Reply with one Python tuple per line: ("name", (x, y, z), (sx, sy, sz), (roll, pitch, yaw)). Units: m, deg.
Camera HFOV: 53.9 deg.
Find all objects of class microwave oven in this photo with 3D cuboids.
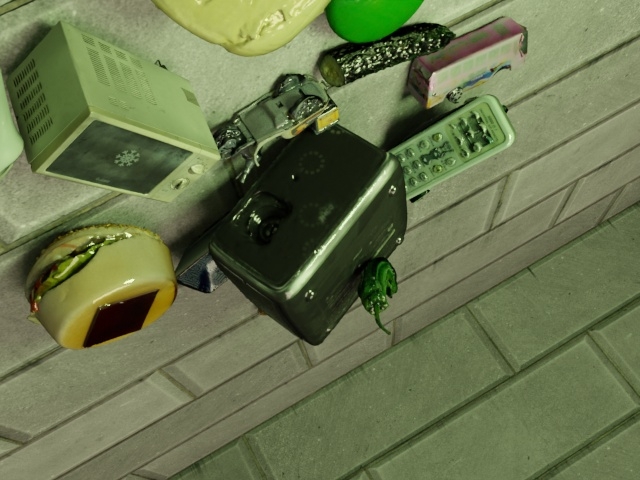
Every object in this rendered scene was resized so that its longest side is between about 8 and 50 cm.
("microwave oven", (-0.296, -0.176, 0.911), (0.145, 0.193, 0.241), (-38, 156, 23))

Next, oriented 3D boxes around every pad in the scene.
("pad", (0.255, -0.268, 1.495), (0.160, 0.009, 0.265), (-27, 178, -14))

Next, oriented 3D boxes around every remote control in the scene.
("remote control", (0.281, -0.206, 1.454), (0.335, 0.127, 0.066), (-28, 178, 37))

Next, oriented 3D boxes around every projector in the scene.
("projector", (0.000, 0.000, 1.398), (0.395, 0.242, 0.405), (-52, 158, -13))

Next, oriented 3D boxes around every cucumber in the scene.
("cucumber", (0.138, -0.367, 1.212), (0.300, 0.072, 0.072), (-25, 154, -22))

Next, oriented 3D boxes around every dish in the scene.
("dish", (-0.226, 0.011, 1.462), (0.243, 0.080, 0.182), (-38, 158, 5))

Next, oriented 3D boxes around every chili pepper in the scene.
("chili pepper", (0.123, 0.106, 1.351), (0.065, 0.122, 0.279), (-29, -174, 20))

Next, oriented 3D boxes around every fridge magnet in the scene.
("fridge magnet", (0.097, -0.420, 1.041), (0.208, 0.088, 0.208), (-27, 154, -14))

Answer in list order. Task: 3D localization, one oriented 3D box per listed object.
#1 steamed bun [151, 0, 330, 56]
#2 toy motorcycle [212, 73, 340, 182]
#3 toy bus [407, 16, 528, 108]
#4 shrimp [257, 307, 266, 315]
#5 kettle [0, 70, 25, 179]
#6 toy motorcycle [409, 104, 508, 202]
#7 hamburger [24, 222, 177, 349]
("steamed bun", (-0.112, -0.375, 0.779), (0.273, 0.166, 0.232), (30, 126, -30))
("toy motorcycle", (-0.090, -0.216, 1.199), (0.263, 0.090, 0.157), (-32, 160, -6))
("toy bus", (0.327, -0.389, 1.375), (0.274, 0.090, 0.112), (-27, 151, -14))
("shrimp", (-0.121, 0.185, 1.920), (0.133, 0.051, 0.187), (-22, 176, -31))
("kettle", (-0.475, -0.193, 0.653), (0.265, 0.205, 0.318), (-23, 157, -26))
("toy motorcycle", (0.317, -0.227, 1.564), (0.331, 0.125, 0.196), (-36, 174, 24))
("hamburger", (-0.431, 0.086, 1.261), (0.302, 0.170, 0.302), (-29, 160, -12))
